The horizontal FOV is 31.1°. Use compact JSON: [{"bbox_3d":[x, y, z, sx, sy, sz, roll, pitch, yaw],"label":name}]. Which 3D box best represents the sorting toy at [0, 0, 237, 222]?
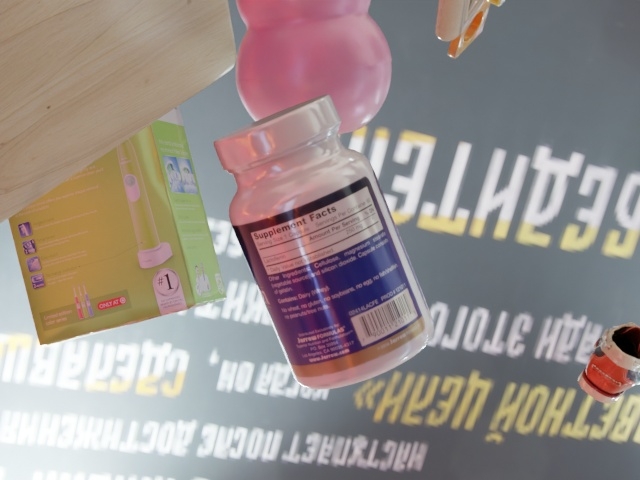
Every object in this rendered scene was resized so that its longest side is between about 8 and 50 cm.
[{"bbox_3d":[-0.183,-0.127,0.590,0.257,0.255,0.089,-36,-115,-16],"label":"sorting toy"}]

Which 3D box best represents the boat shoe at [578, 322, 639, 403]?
[{"bbox_3d":[0.238,0.087,0.900,0.049,0.043,0.137,34,-157,17],"label":"boat shoe"}]

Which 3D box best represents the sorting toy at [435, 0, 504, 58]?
[{"bbox_3d":[0.197,-0.312,1.189,0.047,0.196,0.347,34,160,15],"label":"sorting toy"}]

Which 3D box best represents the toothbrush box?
[{"bbox_3d":[-0.256,-0.036,1.385,0.206,0.283,0.122,-16,178,14],"label":"toothbrush box"}]

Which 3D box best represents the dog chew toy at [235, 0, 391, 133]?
[{"bbox_3d":[-0.020,-0.303,1.493,0.207,0.331,0.206,-8,-169,2],"label":"dog chew toy"}]

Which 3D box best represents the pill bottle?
[{"bbox_3d":[0.000,0.000,1.140,0.153,0.264,0.153,-21,-172,3],"label":"pill bottle"}]
